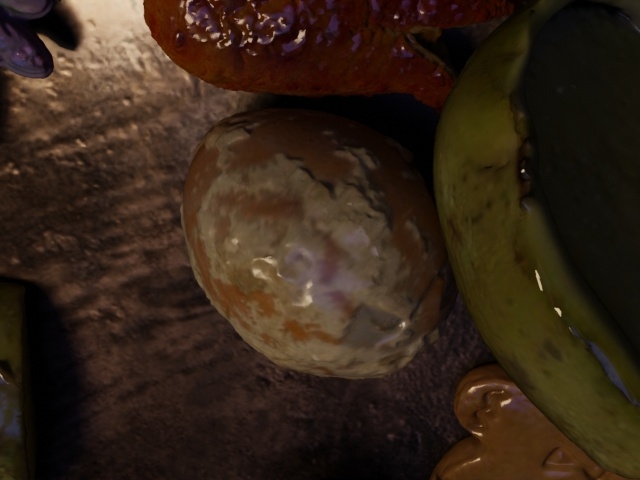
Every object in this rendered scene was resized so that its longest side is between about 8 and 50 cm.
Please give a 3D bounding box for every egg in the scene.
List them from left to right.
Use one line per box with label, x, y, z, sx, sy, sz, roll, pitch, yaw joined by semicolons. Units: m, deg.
egg;0.000;0.000;0.659;0.195;0.195;0.233;-40;92;25

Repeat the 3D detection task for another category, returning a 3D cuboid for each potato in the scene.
potato;-0.402;0.178;0.811;0.255;0.112;0.269;-1;120;-14
potato;0.185;-0.020;0.622;0.280;0.330;0.213;54;145;0

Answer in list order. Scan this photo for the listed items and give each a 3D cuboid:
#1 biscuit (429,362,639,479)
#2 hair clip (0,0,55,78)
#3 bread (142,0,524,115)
biscuit;0.239;0.219;0.842;0.275;0.052;0.355;26;118;-9
hair clip;-0.278;-0.140;0.664;0.137;0.090;0.278;21;121;-17
bread;0.009;-0.157;0.623;0.269;0.095;0.139;12;128;-6
